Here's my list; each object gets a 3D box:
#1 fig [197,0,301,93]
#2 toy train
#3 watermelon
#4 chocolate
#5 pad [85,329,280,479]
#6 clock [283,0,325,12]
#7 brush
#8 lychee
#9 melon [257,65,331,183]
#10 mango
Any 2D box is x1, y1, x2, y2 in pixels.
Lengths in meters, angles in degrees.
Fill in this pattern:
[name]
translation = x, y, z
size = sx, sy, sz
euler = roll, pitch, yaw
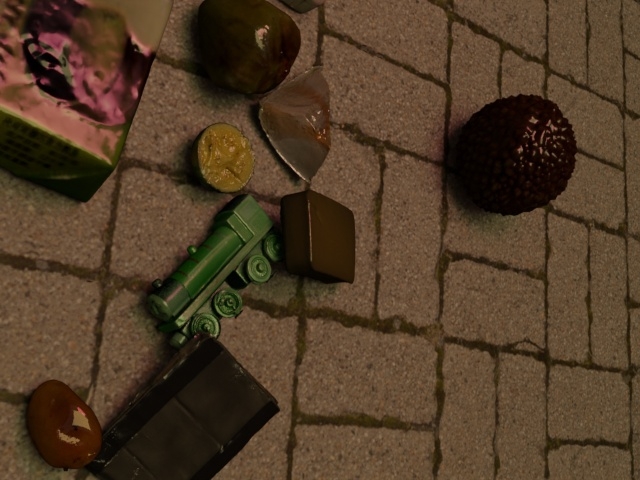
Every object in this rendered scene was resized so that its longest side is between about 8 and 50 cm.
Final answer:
[fig]
translation = -0.113, -0.302, 1.215
size = 0.154, 0.144, 0.166
euler = -35, 99, -1
[toy train]
translation = -0.147, 0.045, 1.158
size = 0.119, 0.085, 0.251
euler = 52, 52, -15
[watermelon]
translation = -0.152, -0.119, 1.189
size = 0.105, 0.062, 0.105
euler = 3, 86, -45
[chocolate]
translation = -0.349, -0.241, 0.995
size = 0.288, 0.137, 0.301
euler = 27, 66, -34
[pad]
translation = -0.182, 0.255, 1.081
size = 0.233, 0.022, 0.174
euler = -47, 116, -12
[clock]
translation = -0.040, -0.494, 1.350
size = 0.151, 0.062, 0.191
euler = 27, 65, -33
[brush]
translation = 0.000, 0.000, 1.251
size = 0.197, 0.059, 0.123
euler = 23, 62, -66
[lychee]
translation = 0.373, -0.164, 1.528
size = 0.236, 0.271, 0.236
euler = 0, 81, 2
[melon]
translation = -0.037, -0.203, 1.287
size = 0.139, 0.093, 0.202
euler = 14, 69, -30
[mango]
translation = -0.316, 0.227, 0.992
size = 0.080, 0.060, 0.114
euler = -19, 93, -22
